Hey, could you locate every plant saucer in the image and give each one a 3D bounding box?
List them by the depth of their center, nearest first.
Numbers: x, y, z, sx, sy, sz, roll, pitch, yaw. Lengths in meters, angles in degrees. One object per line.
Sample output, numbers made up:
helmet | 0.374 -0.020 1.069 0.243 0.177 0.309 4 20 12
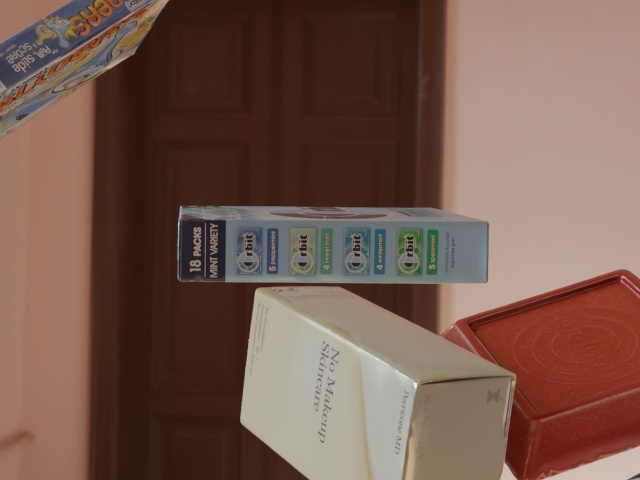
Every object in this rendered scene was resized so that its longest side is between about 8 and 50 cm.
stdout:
plant saucer | 0.267 0.116 1.126 0.259 0.048 0.258 -17 27 -8

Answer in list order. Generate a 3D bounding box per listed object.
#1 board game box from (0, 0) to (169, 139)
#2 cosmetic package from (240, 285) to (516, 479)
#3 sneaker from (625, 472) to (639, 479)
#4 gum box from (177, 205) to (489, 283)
board game box | -0.214 -0.148 0.906 0.201 0.035 0.136 -41 4 -31
cosmetic package | 0.042 0.157 1.084 0.113 0.160 0.309 1 11 -29
sneaker | 0.287 0.179 0.703 0.127 0.126 0.321 -27 -7 -30
gum box | 0.000 0.000 0.726 0.184 0.041 0.157 0 5 -7
